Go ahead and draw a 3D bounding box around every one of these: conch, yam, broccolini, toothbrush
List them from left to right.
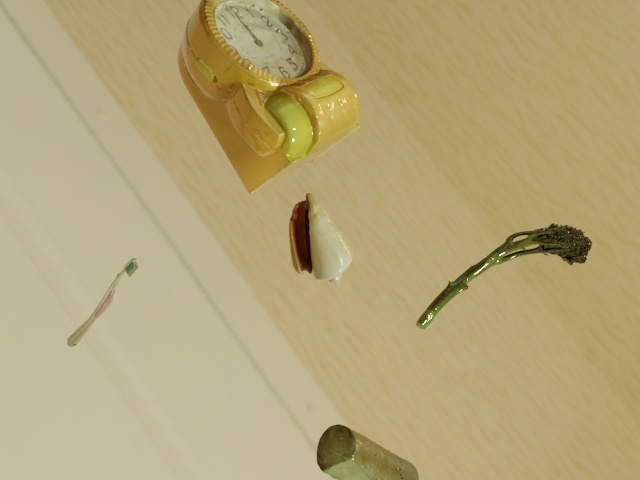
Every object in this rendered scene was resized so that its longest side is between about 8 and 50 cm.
[{"bbox_3d":[-0.321,0.093,1.248,0.017,0.022,0.204,11,132,-44],"label":"toothbrush"},{"bbox_3d":[-0.005,0.006,1.576,0.104,0.176,0.094,-11,-151,32],"label":"conch"},{"bbox_3d":[0.065,0.296,1.109,0.068,0.068,0.169,-39,135,13],"label":"yam"},{"bbox_3d":[0.175,0.030,0.839,0.194,0.052,0.054,-27,140,0],"label":"broccolini"}]

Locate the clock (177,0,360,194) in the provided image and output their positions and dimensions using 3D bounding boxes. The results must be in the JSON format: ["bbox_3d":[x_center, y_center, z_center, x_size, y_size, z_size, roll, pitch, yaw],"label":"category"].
[{"bbox_3d":[-0.101,-0.267,1.424,0.200,0.317,0.244,-40,177,39],"label":"clock"}]
